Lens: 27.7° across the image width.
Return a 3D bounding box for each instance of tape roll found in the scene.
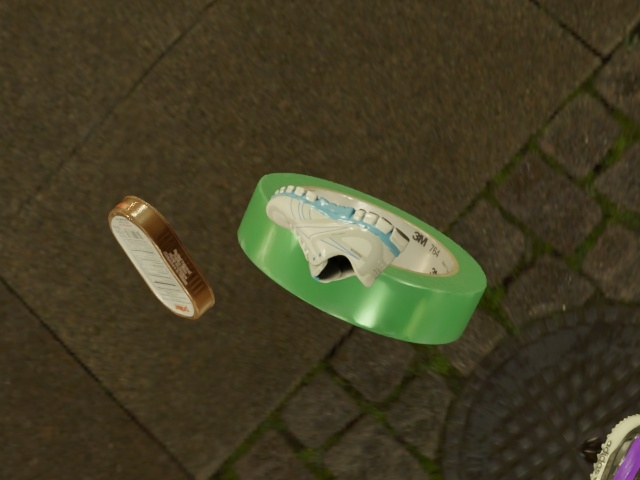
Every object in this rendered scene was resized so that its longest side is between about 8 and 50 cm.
[{"bbox_3d":[0.054,0.018,1.669,0.321,0.321,0.077,29,108,14],"label":"tape roll"}]

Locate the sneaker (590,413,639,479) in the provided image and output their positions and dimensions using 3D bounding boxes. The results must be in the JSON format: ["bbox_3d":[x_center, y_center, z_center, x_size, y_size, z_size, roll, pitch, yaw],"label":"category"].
[{"bbox_3d":[0.337,0.338,1.376,0.102,0.146,0.293,16,89,-22],"label":"sneaker"}]

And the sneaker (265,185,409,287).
[{"bbox_3d":[0.000,0.000,1.383,0.191,0.071,0.083,19,71,44],"label":"sneaker"}]

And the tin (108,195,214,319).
[{"bbox_3d":[-0.209,0.026,1.694,0.040,0.106,0.189,-43,117,-23],"label":"tin"}]
